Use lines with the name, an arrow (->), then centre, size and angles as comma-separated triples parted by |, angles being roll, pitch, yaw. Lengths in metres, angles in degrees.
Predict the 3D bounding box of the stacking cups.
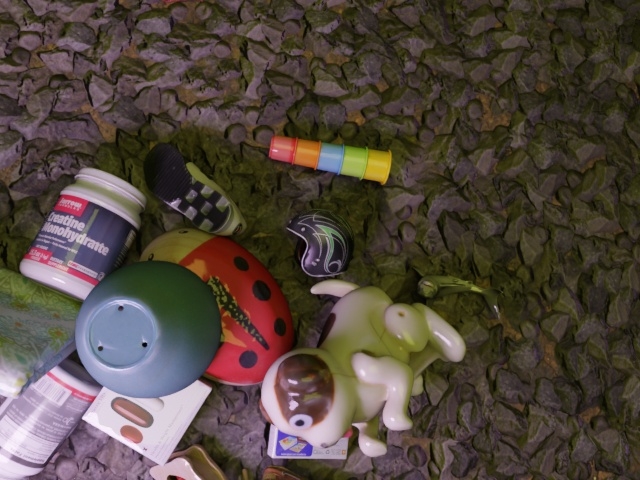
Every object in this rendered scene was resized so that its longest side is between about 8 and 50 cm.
stacking cups -> 0.025, -0.222, 1.431 | 0.316, 0.096, 0.096 | 10, 79, -9

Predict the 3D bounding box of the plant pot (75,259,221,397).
plant pot -> -0.357, 0.178, 1.074 | 0.290, 0.195, 0.290 | 0, 84, 0

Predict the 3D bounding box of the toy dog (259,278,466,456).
toy dog -> 0.059, 0.275, 1.195 | 0.408, 0.284, 0.395 | -29, 78, -40

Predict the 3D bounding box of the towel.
towel -> -0.671, 0.157, 1.117 | 0.320, 0.374, 0.090 | 27, 97, -5

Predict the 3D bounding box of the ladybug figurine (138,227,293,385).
ladybug figurine -> -0.233, 0.151, 1.277 | 0.449, 0.162, 0.305 | 44, 67, -3

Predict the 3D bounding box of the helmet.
helmet -> 0.000, 0.000, 1.359 | 0.169, 0.169, 0.161 | -3, 97, -10

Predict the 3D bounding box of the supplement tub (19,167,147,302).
supplement tub -> -0.533, -0.008, 1.244 | 0.191, 0.191, 0.272 | 22, 71, -6

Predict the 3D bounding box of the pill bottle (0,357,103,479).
pill bottle -> -0.629, 0.400, 1.184 | 0.161, 0.161, 0.283 | 36, 77, -3

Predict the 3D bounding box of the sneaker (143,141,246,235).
sneaker -> -0.312, -0.114, 1.356 | 0.122, 0.146, 0.330 | -48, 67, 4

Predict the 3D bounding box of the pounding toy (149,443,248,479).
pounding toy -> -0.262, 0.597, 1.264 | 0.154, 0.155, 0.269 | -45, 80, 15

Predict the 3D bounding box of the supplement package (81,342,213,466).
supplement package -> -0.383, 0.361, 1.239 | 0.203, 0.149, 0.194 | 32, 77, -4

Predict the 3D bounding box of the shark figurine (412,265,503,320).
shark figurine -> 0.337, 0.148, 1.442 | 0.278, 0.166, 0.116 | 8, 105, -26

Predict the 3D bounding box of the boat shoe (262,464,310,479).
boat shoe -> -0.002, 0.618, 1.280 | 0.307, 0.111, 0.104 | 33, 38, -20

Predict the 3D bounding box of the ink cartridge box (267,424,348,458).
ink cartridge box -> -0.018, 0.417, 1.316 | 0.206, 0.045, 0.208 | 13, 79, -28

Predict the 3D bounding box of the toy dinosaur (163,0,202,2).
toy dinosaur -> -0.380, -0.658, 1.463 | 0.082, 0.047, 0.090 | -41, 100, 5
